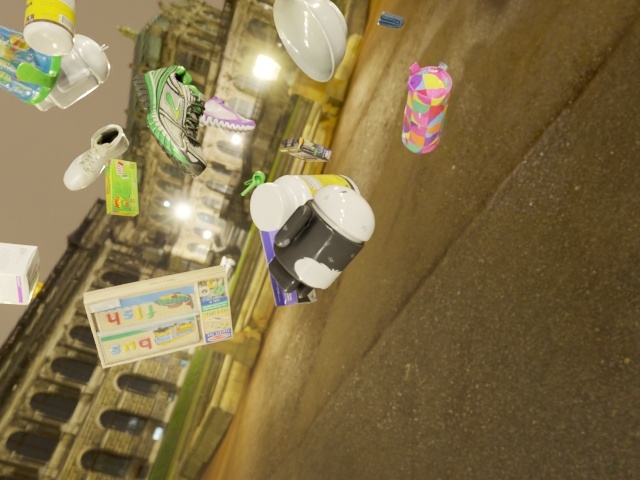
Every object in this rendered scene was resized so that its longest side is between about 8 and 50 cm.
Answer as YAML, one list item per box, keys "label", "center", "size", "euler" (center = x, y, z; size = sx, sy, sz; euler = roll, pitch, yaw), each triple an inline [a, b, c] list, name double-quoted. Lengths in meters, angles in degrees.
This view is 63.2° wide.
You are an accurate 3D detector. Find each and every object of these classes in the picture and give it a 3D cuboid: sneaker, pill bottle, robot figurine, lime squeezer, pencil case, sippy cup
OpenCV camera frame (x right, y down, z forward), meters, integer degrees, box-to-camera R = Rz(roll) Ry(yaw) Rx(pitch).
- label: "sneaker"
  center: [-0.344, -0.306, 1.267]
  size: [0.134, 0.147, 0.343]
  euler: [65, 180, -66]
- label: "pill bottle"
  center: [-0.044, -0.109, 1.604]
  size: [0.188, 0.334, 0.187]
  euler: [8, 101, 43]
- label: "sneaker"
  center: [-0.330, -0.422, 1.726]
  size: [0.095, 0.237, 0.104]
  euler: [-156, 78, -86]
- label: "robot figurine"
  center: [0.000, -0.001, 1.211]
  size: [0.278, 0.174, 0.209]
  euler: [-50, 2, 16]
- label: "robot figurine"
  center: [-0.968, -0.649, 1.995]
  size: [0.354, 0.199, 0.300]
  euler: [-38, 47, -8]
- label: "sneaker"
  center: [-0.850, -0.320, 1.937]
  size: [0.292, 0.108, 0.169]
  euler: [-49, 3, -16]
- label: "lime squeezer"
  center: [-0.295, -0.260, 2.275]
  size: [0.310, 0.110, 0.058]
  euler: [-110, 2, -73]
- label: "pencil case"
  center: [0.243, -0.302, 1.208]
  size: [0.236, 0.105, 0.104]
  euler: [79, -156, -65]
- label: "pill bottle"
  center: [-0.707, -0.605, 1.365]
  size: [0.117, 0.118, 0.214]
  euler: [128, 138, -64]
- label: "sippy cup"
  center: [-1.031, -0.600, 1.722]
  size: [0.224, 0.306, 0.239]
  euler: [15, -110, -57]

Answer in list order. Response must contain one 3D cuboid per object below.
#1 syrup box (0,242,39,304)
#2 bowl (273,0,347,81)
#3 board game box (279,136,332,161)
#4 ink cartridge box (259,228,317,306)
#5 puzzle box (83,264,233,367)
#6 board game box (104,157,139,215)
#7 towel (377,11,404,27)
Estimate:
- label: "syrup box"
  center: [-0.718, 0.062, 1.066]
  size: [0.093, 0.237, 0.096]
  euler: [-104, 27, -50]
- label: "bowl"
  center: [-0.009, -0.675, 1.670]
  size: [0.134, 0.297, 0.298]
  euler: [-40, 2, -14]
- label: "board game box"
  center: [-0.057, -0.339, 1.957]
  size: [0.170, 0.141, 0.048]
  euler: [14, 88, 62]
- label: "ink cartridge box"
  center: [-0.083, 0.072, 1.401]
  size: [0.208, 0.045, 0.206]
  euler: [10, -115, -70]
- label: "puzzle box"
  center: [-0.481, 0.235, 1.592]
  size: [0.052, 0.410, 0.271]
  euler: [-124, 29, -50]
- label: "board game box"
  center: [-0.665, -0.176, 1.739]
  size: [0.043, 0.092, 0.181]
  euler: [-19, 73, 44]
- label: "towel"
  center: [0.195, -0.600, 1.420]
  size: [0.119, 0.067, 0.029]
  euler: [-66, -7, -62]
